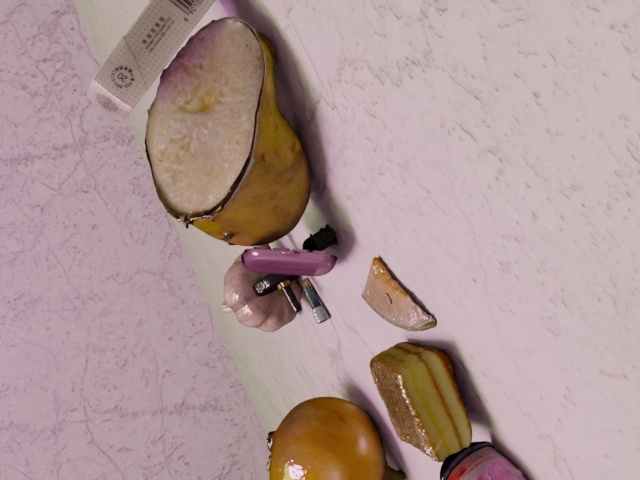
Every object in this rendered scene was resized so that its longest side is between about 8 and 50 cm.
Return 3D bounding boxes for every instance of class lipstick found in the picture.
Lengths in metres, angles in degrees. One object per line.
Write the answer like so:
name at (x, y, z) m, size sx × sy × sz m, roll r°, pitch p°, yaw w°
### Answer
lipstick at (-0.018, 0.145, 2.118) m, size 0.116 × 0.037 × 0.037 m, roll 63°, pitch 164°, yaw 12°

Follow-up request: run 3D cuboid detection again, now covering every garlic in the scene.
garlic at (-0.172, 0.146, 2.223) m, size 0.212 × 0.219 × 0.218 m, roll -34°, pitch 82°, yaw 40°

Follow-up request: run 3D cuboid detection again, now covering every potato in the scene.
potato at (-0.143, -0.186, 1.686) m, size 0.290 × 0.296 × 0.397 m, roll -1°, pitch 80°, yaw 35°

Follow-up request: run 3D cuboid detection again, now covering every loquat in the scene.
loquat at (0.035, 0.559, 2.174) m, size 0.360 × 0.328 × 0.328 m, roll 16°, pitch 155°, yaw 2°

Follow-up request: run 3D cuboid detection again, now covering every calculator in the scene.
calculator at (-0.065, 0.043, 1.767) m, size 0.294 × 0.194 × 0.043 m, roll 121°, pitch 154°, yaw -83°

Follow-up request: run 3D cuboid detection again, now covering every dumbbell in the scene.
dumbbell at (-0.130, 0.026, 2.075) m, size 0.325 × 0.143 × 0.143 m, roll 60°, pitch 164°, yaw 8°

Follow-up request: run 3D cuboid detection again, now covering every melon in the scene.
melon at (0.145, 0.118, 1.579) m, size 0.182 × 0.054 × 0.098 m, roll 48°, pitch 143°, yaw 39°

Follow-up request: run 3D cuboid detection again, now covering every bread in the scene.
bread at (0.182, 0.280, 1.574) m, size 0.234 × 0.111 × 0.184 m, roll 172°, pitch 75°, yaw -79°

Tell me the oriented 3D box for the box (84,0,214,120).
box at (-0.301, -0.385, 1.621) m, size 0.095 × 0.330 × 0.210 m, roll 36°, pitch 171°, yaw -16°

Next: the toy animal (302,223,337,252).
toy animal at (0.000, 0.000, 1.778) m, size 0.047 × 0.065 × 0.136 m, roll 62°, pitch 163°, yaw -1°

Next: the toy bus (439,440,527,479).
toy bus at (0.307, 0.500, 1.528) m, size 0.147 × 0.128 × 0.302 m, roll 33°, pitch 145°, yaw 50°
